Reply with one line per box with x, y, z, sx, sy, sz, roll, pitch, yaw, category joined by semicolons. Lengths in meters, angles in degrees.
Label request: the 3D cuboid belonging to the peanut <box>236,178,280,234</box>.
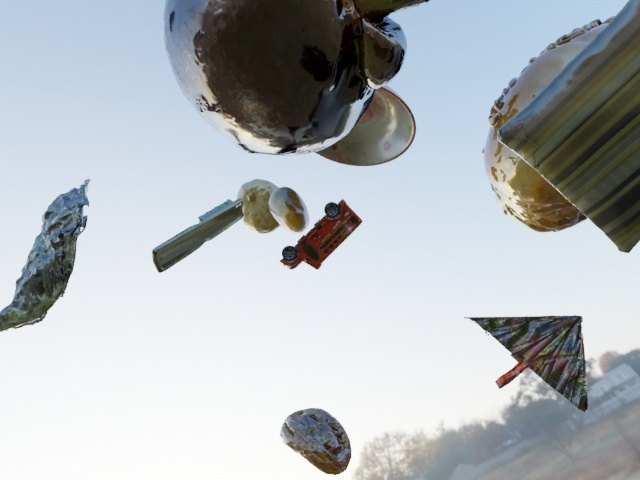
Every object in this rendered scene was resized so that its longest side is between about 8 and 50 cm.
-0.161;-0.093;1.145;0.141;0.109;0.159;-39;-62;3;peanut

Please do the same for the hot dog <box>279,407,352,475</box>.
-0.012;0.574;1.209;0.161;0.227;0.099;-27;-43;-54;hot dog

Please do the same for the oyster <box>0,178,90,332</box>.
-0.457;0.016;0.731;0.087;0.199;0.252;28;-81;-37;oyster

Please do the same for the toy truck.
0.000;0.000;1.192;0.252;0.114;0.107;-46;-3;0;toy truck

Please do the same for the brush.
-0.255;-0.022;0.886;0.048;0.282;0.054;9;-61;21;brush

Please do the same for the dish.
0.072;-0.267;0.881;0.261;0.085;0.260;10;-25;5;dish

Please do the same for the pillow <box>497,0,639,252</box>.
0.354;-0.128;0.477;0.208;0.212;0.052;-46;-6;15;pillow

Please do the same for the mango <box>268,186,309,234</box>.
-0.049;-0.048;0.685;0.057;0.114;0.078;-31;-70;-2;mango

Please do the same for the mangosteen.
-0.039;-0.248;0.543;0.297;0.293;0.297;-44;-28;-31;mangosteen

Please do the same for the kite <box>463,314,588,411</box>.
0.359;0.185;0.704;0.189;0.232;0.009;-55;-23;23;kite

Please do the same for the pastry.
0.484;-0.208;0.802;0.410;0.245;0.409;-20;-39;-17;pastry
